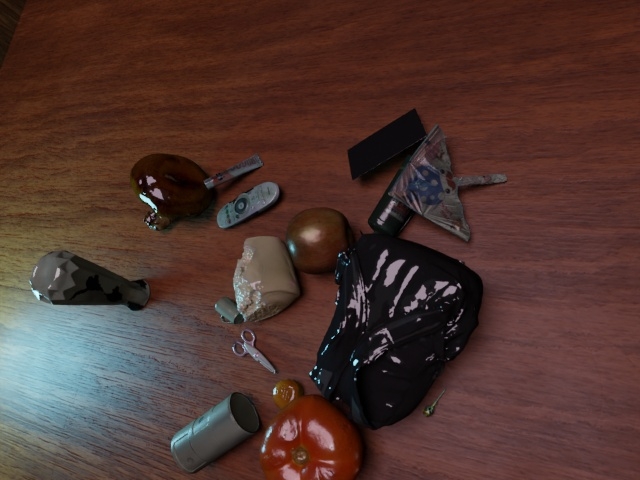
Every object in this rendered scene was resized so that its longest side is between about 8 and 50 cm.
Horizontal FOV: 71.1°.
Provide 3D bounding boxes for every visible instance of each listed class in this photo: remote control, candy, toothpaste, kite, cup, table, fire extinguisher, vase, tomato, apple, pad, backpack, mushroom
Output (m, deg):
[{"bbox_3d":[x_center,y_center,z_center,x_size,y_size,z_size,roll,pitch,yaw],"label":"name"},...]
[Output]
[{"bbox_3d":[-0.239,-0.116,1.478,0.256,0.045,0.097,-23,65,20],"label":"remote control"},{"bbox_3d":[0.280,0.394,1.091,0.083,0.025,0.023,-49,27,-10],"label":"candy"},{"bbox_3d":[-0.295,-0.232,1.517,0.205,0.036,0.056,-28,66,-10],"label":"toothpaste"},{"bbox_3d":[0.332,-0.154,1.175,0.314,0.011,0.335,-9,78,0],"label":"kite"},{"bbox_3d":[-0.284,0.226,1.384,0.083,0.054,0.075,32,88,27],"label":"cup"},{"bbox_3d":[-0.291,0.536,1.249,0.220,0.126,0.126,-38,62,11],"label":"table"},{"bbox_3d":[0.203,-0.087,1.234,0.294,0.118,0.093,-58,29,-3],"label":"fire extinguisher"},{"bbox_3d":[-0.723,0.145,1.438,0.165,0.360,0.165,-8,70,22],"label":"vase"},{"bbox_3d":[-0.018,0.517,1.096,0.259,0.180,0.260,-6,75,23],"label":"tomato"},{"bbox_3d":[0.000,0.000,1.249,0.173,0.188,0.188,-12,69,16],"label":"apple"},{"bbox_3d":[0.185,-0.281,1.301,0.243,0.004,0.164,-29,39,22],"label":"pad"},{"bbox_3d":[0.158,0.218,1.067,0.363,0.255,0.446,26,98,37],"label":"backpack"},{"bbox_3d":[-0.519,-0.182,1.548,0.254,0.267,0.267,-14,66,49],"label":"mushroom"}]

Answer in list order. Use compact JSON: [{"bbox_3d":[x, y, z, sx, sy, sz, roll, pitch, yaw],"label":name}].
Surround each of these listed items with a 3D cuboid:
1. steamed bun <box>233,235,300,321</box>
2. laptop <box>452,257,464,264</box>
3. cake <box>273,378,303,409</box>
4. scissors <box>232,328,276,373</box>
[{"bbox_3d":[-0.181,0.098,1.312,0.200,0.170,0.225,-30,62,19],"label":"steamed bun"},{"bbox_3d":[0.285,0.131,1.174,0.135,0.016,0.197,15,80,29],"label":"laptop"},{"bbox_3d":[-0.089,0.426,1.236,0.084,0.044,0.084,-9,69,24],"label":"cake"},{"bbox_3d":[-0.189,0.337,1.323,0.176,0.022,0.085,34,86,33],"label":"scissors"}]
